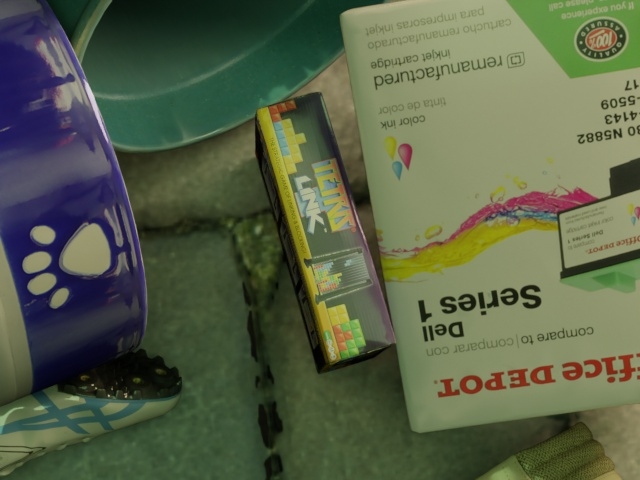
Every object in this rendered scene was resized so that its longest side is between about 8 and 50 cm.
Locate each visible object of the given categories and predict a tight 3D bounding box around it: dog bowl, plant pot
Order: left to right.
[{"bbox_3d":[-0.206,-0.036,0.841,0.104,0.265,0.265,-21,83,-21],"label":"dog bowl"},{"bbox_3d":[-0.109,-0.243,0.898,0.271,0.272,0.255,-33,71,-8],"label":"plant pot"}]

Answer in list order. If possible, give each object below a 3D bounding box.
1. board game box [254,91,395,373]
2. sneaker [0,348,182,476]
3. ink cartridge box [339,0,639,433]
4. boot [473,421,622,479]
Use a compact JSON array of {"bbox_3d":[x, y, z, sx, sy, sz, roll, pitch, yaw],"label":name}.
[{"bbox_3d":[0.000,0.000,0.919,0.048,0.141,0.170,-16,83,-6],"label":"board game box"},{"bbox_3d":[-0.211,0.124,0.924,0.237,0.085,0.086,-9,115,-12],"label":"sneaker"},{"bbox_3d":[0.137,-0.029,0.891,0.201,0.117,0.278,-9,100,8],"label":"ink cartridge box"},{"bbox_3d":[0.142,0.252,0.880,0.262,0.095,0.203,-31,73,-27],"label":"boot"}]
